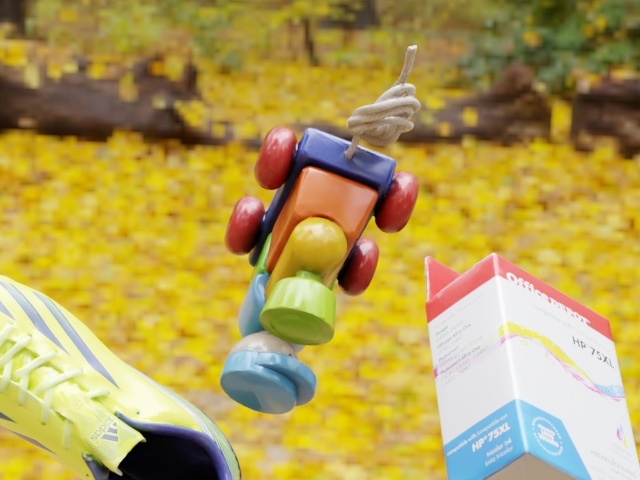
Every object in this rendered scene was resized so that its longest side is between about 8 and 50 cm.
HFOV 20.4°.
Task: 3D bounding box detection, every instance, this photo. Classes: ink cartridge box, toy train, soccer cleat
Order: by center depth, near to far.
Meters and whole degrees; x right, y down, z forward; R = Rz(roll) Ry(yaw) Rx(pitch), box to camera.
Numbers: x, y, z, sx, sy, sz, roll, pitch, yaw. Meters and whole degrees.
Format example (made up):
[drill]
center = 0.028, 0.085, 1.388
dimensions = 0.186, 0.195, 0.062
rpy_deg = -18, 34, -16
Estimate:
[toy train]
center = 0.000, 0.000, 1.115
dimensions = 0.105, 0.143, 0.248
rpy_deg = 20, -34, -6
[soccer cleat]
center = -0.172, 0.110, 1.220
dimensions = 0.289, 0.093, 0.121
rpy_deg = 34, 4, -22
[ink cartridge box]
center = 0.156, 0.104, 1.329
dimensions = 0.134, 0.078, 0.231
rpy_deg = 29, 38, -32
